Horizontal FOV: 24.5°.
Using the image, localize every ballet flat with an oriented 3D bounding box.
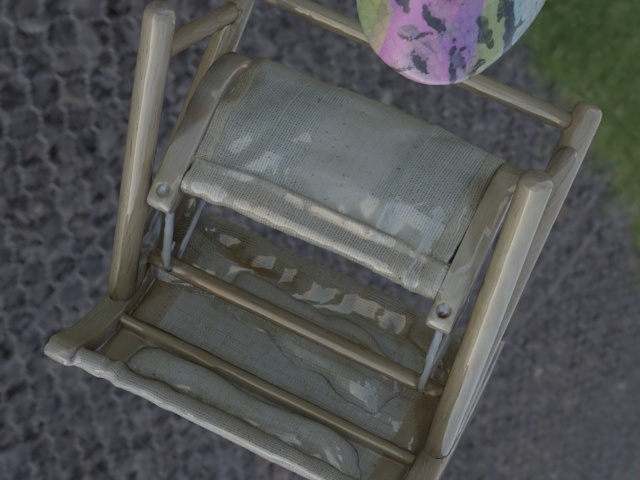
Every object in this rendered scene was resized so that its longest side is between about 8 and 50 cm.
[{"bbox_3d":[0.076,-0.158,0.503,0.221,0.077,0.079,-63,-173,-18],"label":"ballet flat"}]

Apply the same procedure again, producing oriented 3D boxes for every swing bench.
[{"bbox_3d":[0.000,0.000,0.912,0.165,0.253,0.255,-44,156,-61],"label":"swing bench"}]
